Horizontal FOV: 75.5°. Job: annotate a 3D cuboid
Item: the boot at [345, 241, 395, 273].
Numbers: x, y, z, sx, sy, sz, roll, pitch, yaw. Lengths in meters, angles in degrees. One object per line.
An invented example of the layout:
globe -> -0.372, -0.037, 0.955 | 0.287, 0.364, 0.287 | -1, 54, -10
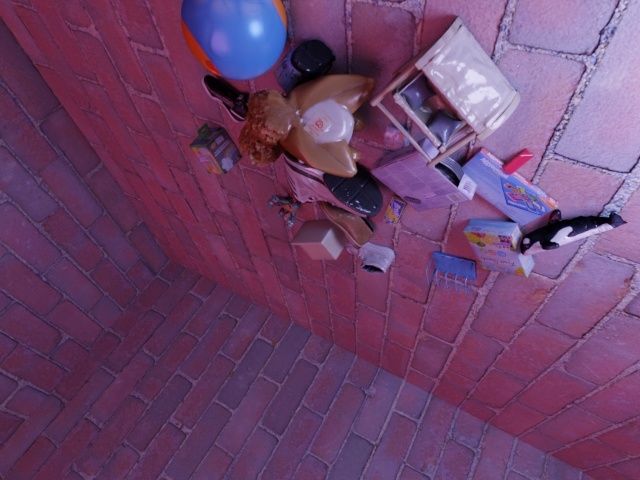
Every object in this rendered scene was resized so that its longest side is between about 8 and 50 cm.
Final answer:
boot -> 0.206, 0.077, 1.903 | 0.258, 0.123, 0.095 | 11, 144, 37

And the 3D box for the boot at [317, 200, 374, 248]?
boot -> 0.109, -0.107, 1.783 | 0.305, 0.112, 0.115 | 45, 122, -13

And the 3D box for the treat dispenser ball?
treat dispenser ball -> -0.237, -0.599, 1.150 | 0.288, 0.288, 0.288 | 26, 151, 16

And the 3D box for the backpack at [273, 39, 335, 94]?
backpack -> -0.061, -0.522, 1.260 | 0.115, 0.152, 0.182 | 57, 151, -8

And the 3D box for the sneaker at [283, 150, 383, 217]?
sneaker -> 0.040, -0.206, 1.625 | 0.448, 0.169, 0.257 | 38, 157, 13

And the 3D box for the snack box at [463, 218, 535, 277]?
snack box -> 0.616, 0.025, 1.426 | 0.175, 0.070, 0.207 | 11, 146, 53

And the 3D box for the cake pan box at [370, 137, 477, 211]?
cake pan box -> 0.329, -0.201, 1.336 | 0.246, 0.070, 0.267 | 33, 162, -20

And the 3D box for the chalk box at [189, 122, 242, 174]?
chalk box -> -0.483, -0.419, 1.854 | 0.132, 0.132, 0.213 | 9, 142, 39

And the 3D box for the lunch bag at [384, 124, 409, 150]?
lunch bag -> 0.244, -0.327, 1.314 | 0.071, 0.053, 0.083 | 24, 161, 22

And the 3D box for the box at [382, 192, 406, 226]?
box -> 0.289, -0.124, 1.577 | 0.059, 0.054, 0.169 | 29, 151, 10

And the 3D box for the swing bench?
swing bench -> 0.317, -0.365, 1.059 | 0.253, 0.165, 0.255 | 42, 150, -14

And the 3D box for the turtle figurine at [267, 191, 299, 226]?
turtle figurine -> -0.161, -0.152, 1.948 | 0.234, 0.118, 0.175 | 12, 133, 63

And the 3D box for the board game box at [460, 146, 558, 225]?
board game box -> 0.559, -0.160, 1.265 | 0.281, 0.027, 0.145 | 36, 154, -3

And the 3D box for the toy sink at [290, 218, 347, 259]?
toy sink -> 0.000, 0.000, 1.974 | 0.234, 0.152, 0.131 | -3, 135, 47

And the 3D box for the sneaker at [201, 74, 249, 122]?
sneaker -> -0.336, -0.551, 1.564 | 0.121, 0.079, 0.217 | -2, 143, 44

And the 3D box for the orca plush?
orca plush -> 0.712, -0.043, 1.213 | 0.102, 0.151, 0.287 | 67, 153, 5

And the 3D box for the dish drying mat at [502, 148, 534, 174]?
dish drying mat -> 0.557, -0.221, 1.165 | 0.032, 0.008, 0.083 | 36, 132, -7

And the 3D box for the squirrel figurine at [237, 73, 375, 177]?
squirrel figurine -> -0.057, -0.355, 1.303 | 0.397, 0.280, 0.370 | 3, -170, -8

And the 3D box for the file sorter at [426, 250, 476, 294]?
file sorter -> 0.528, 0.136, 1.676 | 0.170, 0.104, 0.118 | 14, 147, 32
